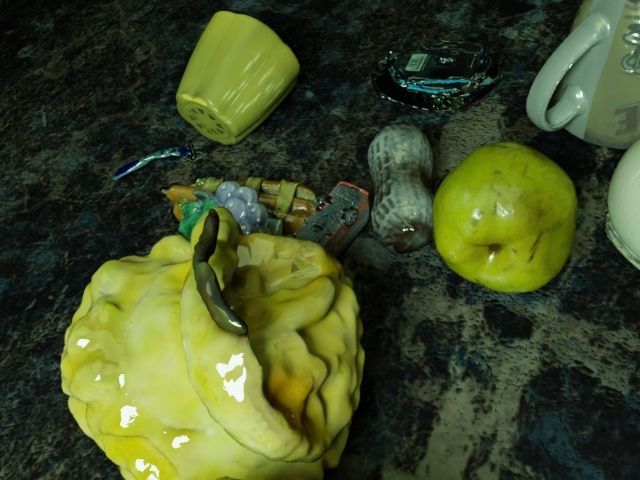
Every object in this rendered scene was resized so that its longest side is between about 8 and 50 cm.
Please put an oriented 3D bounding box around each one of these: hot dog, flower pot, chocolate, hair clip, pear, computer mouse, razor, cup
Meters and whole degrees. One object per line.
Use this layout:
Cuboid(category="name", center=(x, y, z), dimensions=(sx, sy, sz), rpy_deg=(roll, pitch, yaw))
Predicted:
Cuboid(category="hot dog", center=(-0.129, -0.056, 1.020), dimensions=(0.269, 0.072, 0.109), rpy_deg=(6, 50, 15))
Cuboid(category="flower pot", center=(-0.160, -0.281, 1.153), dimensions=(0.195, 0.195, 0.179), rpy_deg=(20, 70, 26))
Cuboid(category="chocolate", center=(0.127, -0.086, 0.968), dimensions=(0.110, 0.110, 0.248), rpy_deg=(-7, 54, 6))
Cuboid(category="hair clip", center=(-0.134, -0.026, 0.952), dimensions=(0.195, 0.052, 0.124), rpy_deg=(4, 81, 30))
Cuboid(category="pear", center=(0.245, -0.034, 0.847), dimensions=(0.200, 0.200, 0.200), rpy_deg=(-6, 49, 7))
Cuboid(category="computer mouse", center=(0.206, -0.287, 1.138), dimensions=(0.242, 0.077, 0.146), rpy_deg=(12, 54, 25))
Cuboid(category="razor", center=(-0.308, -0.146, 1.160), dimensions=(0.154, 0.028, 0.044), rpy_deg=(-19, 49, -5))
Cuboid(category="cup", center=(0.450, -0.292, 0.976), dimensions=(0.301, 0.257, 0.227), rpy_deg=(-26, 48, -8))

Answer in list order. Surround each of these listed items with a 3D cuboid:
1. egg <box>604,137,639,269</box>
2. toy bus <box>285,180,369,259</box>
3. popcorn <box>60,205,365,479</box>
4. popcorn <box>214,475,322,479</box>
Cuboid(category="egg", center=(0.537, -0.076, 0.828), dimensions=(0.286, 0.174, 0.264), rpy_deg=(-6, 53, 2))
Cuboid(category="toy bus", center=(0.000, 0.000, 0.940), dimensions=(0.065, 0.077, 0.192), rpy_deg=(27, 62, 28))
Cuboid(category="popcorn", center=(-0.107, 0.118, 0.685), dimensions=(0.349, 0.381, 0.349), rpy_deg=(4, 64, -8))
Cuboid(category="popcorn", center=(-0.001, 0.371, 0.451), dimensions=(0.344, 0.390, 0.354), rpy_deg=(-17, 15, -23))
